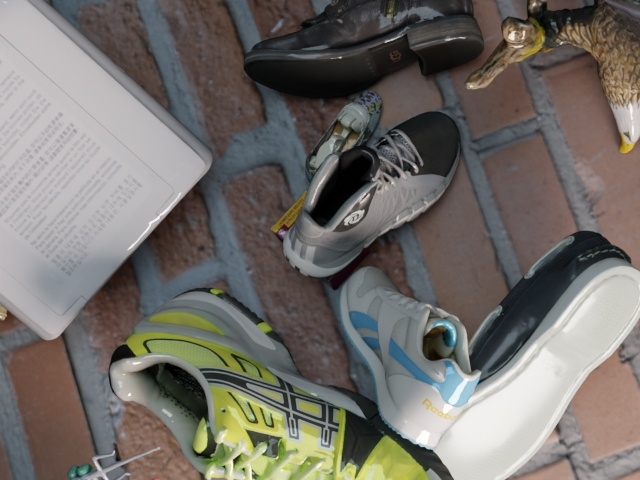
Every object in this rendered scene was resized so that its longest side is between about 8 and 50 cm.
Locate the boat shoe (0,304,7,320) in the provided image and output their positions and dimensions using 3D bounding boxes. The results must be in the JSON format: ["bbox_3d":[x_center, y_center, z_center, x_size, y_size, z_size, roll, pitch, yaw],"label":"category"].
[{"bbox_3d":[-0.394,0.060,1.885,0.153,0.056,0.048,-1,73,3],"label":"boat shoe"}]

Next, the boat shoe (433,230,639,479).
[{"bbox_3d":[0.184,0.122,1.746,0.302,0.114,0.091,-45,35,8],"label":"boat shoe"}]

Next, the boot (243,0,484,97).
[{"bbox_3d":[0.041,-0.273,1.867,0.263,0.091,0.229,-9,69,0],"label":"boot"}]

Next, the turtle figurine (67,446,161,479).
[{"bbox_3d":[-0.199,0.313,1.760,0.234,0.118,0.175,-40,58,16],"label":"turtle figurine"}]

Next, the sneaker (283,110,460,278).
[{"bbox_3d":[0.061,-0.065,1.761,0.086,0.132,0.228,39,66,15],"label":"sneaker"}]

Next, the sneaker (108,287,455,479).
[{"bbox_3d":[-0.038,0.199,1.717,0.384,0.147,0.145,33,127,23],"label":"sneaker"}]

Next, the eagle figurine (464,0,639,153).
[{"bbox_3d":[0.323,-0.168,1.740,0.298,0.225,0.226,16,70,24],"label":"eagle figurine"}]

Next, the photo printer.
[{"bbox_3d":[-0.299,-0.091,1.804,0.307,0.107,0.256,41,89,-16],"label":"photo printer"}]

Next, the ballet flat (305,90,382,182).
[{"bbox_3d":[0.023,-0.105,1.851,0.041,0.041,0.114,34,85,16],"label":"ballet flat"}]

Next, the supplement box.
[{"bbox_3d":[0.000,0.000,1.830,0.083,0.043,0.055,41,86,16],"label":"supplement box"}]

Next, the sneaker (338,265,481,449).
[{"bbox_3d":[0.087,0.092,1.727,0.092,0.087,0.229,-52,35,20],"label":"sneaker"}]
